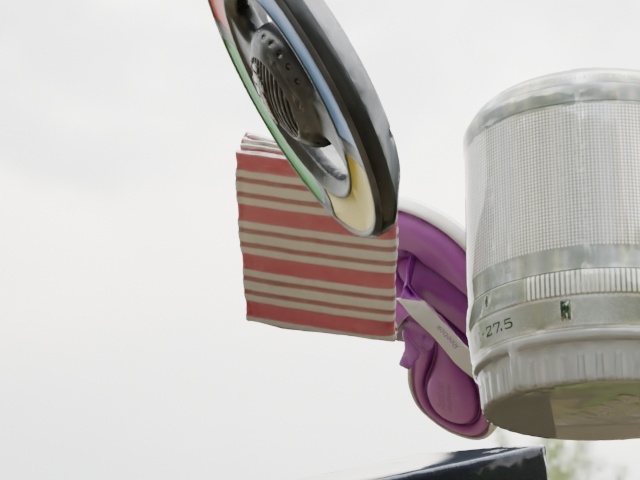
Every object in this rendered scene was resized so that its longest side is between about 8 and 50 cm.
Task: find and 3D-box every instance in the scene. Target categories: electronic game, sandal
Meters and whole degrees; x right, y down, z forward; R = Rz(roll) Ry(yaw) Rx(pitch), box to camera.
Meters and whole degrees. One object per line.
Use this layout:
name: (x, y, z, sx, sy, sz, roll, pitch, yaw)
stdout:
electronic game: (-0.016, -0.103, 1.123, 0.048, 0.229, 0.229, -31, -25, -11)
sandal: (0.138, 0.116, 1.908, 0.169, 0.102, 0.416, 15, -35, 28)

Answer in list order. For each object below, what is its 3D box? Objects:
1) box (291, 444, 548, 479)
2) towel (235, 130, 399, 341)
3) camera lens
box: (-0.006, 0.470, 1.617, 0.479, 0.472, 0.297, -8, -5, -22)
towel: (0.000, 0.000, 1.474, 0.144, 0.029, 0.197, 9, -54, 15)
camera lens: (0.229, 0.010, 1.399, 0.219, 0.274, 0.219, 0, -20, 0)
